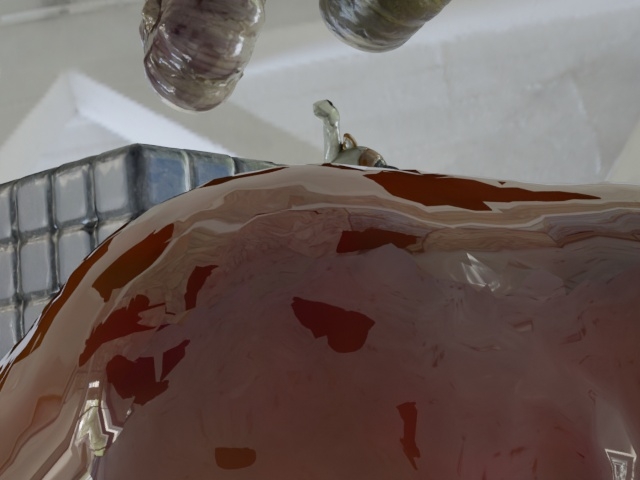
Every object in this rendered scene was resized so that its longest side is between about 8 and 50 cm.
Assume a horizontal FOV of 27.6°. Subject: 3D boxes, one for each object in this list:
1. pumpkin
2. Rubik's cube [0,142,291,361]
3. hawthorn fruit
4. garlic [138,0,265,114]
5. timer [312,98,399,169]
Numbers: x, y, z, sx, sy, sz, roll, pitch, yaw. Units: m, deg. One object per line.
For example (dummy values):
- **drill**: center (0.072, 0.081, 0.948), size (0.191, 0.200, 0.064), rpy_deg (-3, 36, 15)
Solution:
- **pumpkin**: center (0.083, -0.334, 1.571), size (0.162, 0.219, 0.219), rpy_deg (41, -117, -15)
- **Rubik's cube**: center (-0.122, 0.069, 0.992), size (0.237, 0.238, 0.237), rpy_deg (2, -99, -49)
- **hawthorn fruit**: center (0.037, 0.189, 0.536), size (0.471, 0.472, 0.472), rpy_deg (2, -118, -3)
- **garlic**: center (-0.110, -0.190, 1.159), size (0.102, 0.159, 0.147), rpy_deg (19, -160, -22)
- **timer**: center (0.000, 0.000, 1.305), size (0.175, 0.266, 0.175), rpy_deg (20, -146, -14)
